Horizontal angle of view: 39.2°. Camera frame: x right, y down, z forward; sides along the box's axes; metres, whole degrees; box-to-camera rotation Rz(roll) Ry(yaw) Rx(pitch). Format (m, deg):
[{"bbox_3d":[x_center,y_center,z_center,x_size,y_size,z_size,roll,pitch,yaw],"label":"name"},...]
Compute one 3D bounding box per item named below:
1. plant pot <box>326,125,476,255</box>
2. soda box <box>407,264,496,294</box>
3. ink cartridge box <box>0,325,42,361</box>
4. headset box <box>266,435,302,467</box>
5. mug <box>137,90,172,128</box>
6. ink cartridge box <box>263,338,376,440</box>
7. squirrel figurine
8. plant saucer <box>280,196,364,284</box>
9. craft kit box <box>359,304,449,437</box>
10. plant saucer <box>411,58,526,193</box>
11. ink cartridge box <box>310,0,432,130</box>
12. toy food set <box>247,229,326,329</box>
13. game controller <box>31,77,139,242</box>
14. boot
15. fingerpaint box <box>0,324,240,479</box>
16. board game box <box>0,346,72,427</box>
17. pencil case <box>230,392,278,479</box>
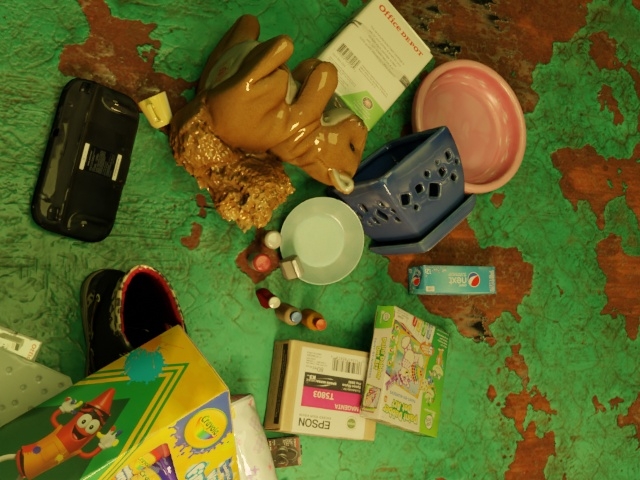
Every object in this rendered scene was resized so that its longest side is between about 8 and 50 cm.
[{"bbox_3d":[0.193,-0.098,2.020,0.236,0.236,0.212,-39,107,-27],"label":"plant pot"},{"bbox_3d":[0.314,0.096,2.139,0.210,0.071,0.067,3,82,-28],"label":"soda box"},{"bbox_3d":[-0.594,0.208,1.650,0.135,0.056,0.099,25,71,-22],"label":"ink cartridge box"},{"bbox_3d":[-0.077,0.447,1.901,0.083,0.032,0.062,1,82,-26],"label":"headset box"},{"bbox_3d":[-0.341,-0.264,1.854,0.078,0.062,0.064,-39,111,-49],"label":"mug"},{"bbox_3d":[0.009,0.324,1.934,0.234,0.088,0.193,12,76,-27],"label":"ink cartridge box"},{"bbox_3d":[-0.098,-0.212,1.895,0.370,0.281,0.397,40,86,-32],"label":"squirrel figurine"},{"bbox_3d":[0.000,0.000,1.991,0.195,0.037,0.195,-1,95,-16],"label":"plant saucer"},{"bbox_3d":[0.193,0.295,1.996,0.250,0.061,0.247,28,68,-48],"label":"craft kit box"},{"bbox_3d":[0.354,-0.275,2.211,0.332,0.084,0.332,4,81,-28],"label":"plant saucer"},{"bbox_3d":[0.099,-0.401,2.077,0.198,0.115,0.273,47,65,-15],"label":"ink cartridge box"},{"bbox_3d":[-0.075,0.095,1.899,0.111,0.104,0.232,-24,101,-16],"label":"toy food set"},{"bbox_3d":[-0.461,-0.160,1.785,0.166,0.067,0.319,22,72,-38],"label":"game controller"},{"bbox_3d":[-0.338,0.223,1.652,0.138,0.284,0.377,-6,84,-28],"label":"boot"},{"bbox_3d":[-0.332,0.400,1.520,0.371,0.445,0.163,-30,59,-23],"label":"fingerpaint box"},{"bbox_3d":[-0.691,0.337,1.546,0.390,0.050,0.390,29,80,-21],"label":"board game box"},{"bbox_3d":[-0.157,0.445,1.810,0.124,0.113,0.273,-12,87,-65],"label":"pencil case"}]
